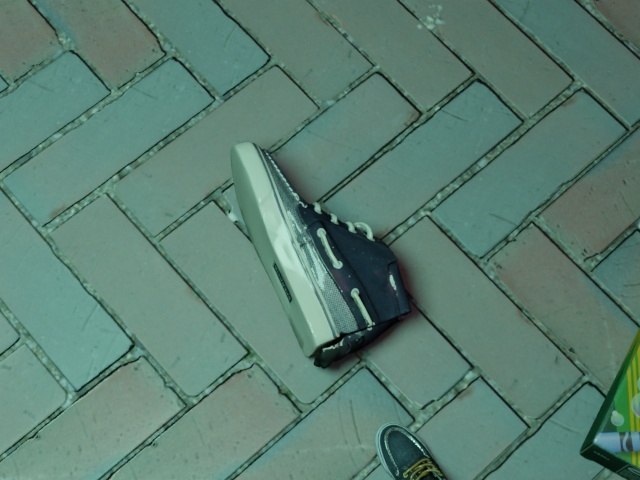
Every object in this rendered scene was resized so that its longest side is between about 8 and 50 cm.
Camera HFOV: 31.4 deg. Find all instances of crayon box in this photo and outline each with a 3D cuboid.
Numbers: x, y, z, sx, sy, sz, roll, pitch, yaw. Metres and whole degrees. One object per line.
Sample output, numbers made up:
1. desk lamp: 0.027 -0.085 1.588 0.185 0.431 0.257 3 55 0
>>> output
1. crayon box: 0.519 0.196 1.557 0.203 0.083 0.323 29 69 8

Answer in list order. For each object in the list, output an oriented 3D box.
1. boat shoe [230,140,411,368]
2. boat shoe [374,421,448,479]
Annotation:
1. boat shoe: 0.000 0.000 1.598 0.158 0.127 0.340 -20 79 -17
2. boat shoe: 0.137 0.312 1.491 0.065 0.083 0.183 -30 73 -14
